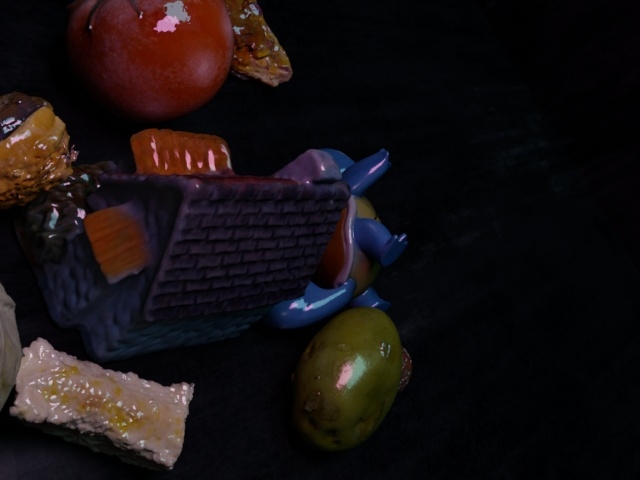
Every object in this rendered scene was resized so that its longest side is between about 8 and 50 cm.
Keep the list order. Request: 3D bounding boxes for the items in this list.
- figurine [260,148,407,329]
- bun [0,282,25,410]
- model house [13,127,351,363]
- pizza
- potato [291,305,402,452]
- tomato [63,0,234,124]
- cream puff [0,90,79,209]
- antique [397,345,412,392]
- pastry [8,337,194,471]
[{"bbox_3d":[0.037,0.010,1.464,0.242,0.298,0.416,7,46,8],"label":"figurine"},{"bbox_3d":[-0.425,0.101,0.804,0.283,0.179,0.283,15,64,-33],"label":"bun"},{"bbox_3d":[-0.168,-0.038,1.124,0.360,0.339,0.298,-2,66,-50],"label":"model house"},{"bbox_3d":[-0.216,-0.458,1.615,0.409,0.114,0.278,46,31,-10],"label":"pizza"},{"bbox_3d":[0.049,0.223,1.312,0.186,0.148,0.253,43,59,-30],"label":"potato"},{"bbox_3d":[-0.266,-0.309,1.303,0.264,0.265,0.265,30,42,-32],"label":"tomato"},{"bbox_3d":[-0.401,-0.108,1.041,0.189,0.189,0.130,-70,144,-50],"label":"cream puff"},{"bbox_3d":[0.116,0.227,1.455,0.104,0.104,0.104,30,42,-32],"label":"antique"},{"bbox_3d":[-0.274,0.208,1.008,0.258,0.089,0.122,24,41,-35],"label":"pastry"}]
